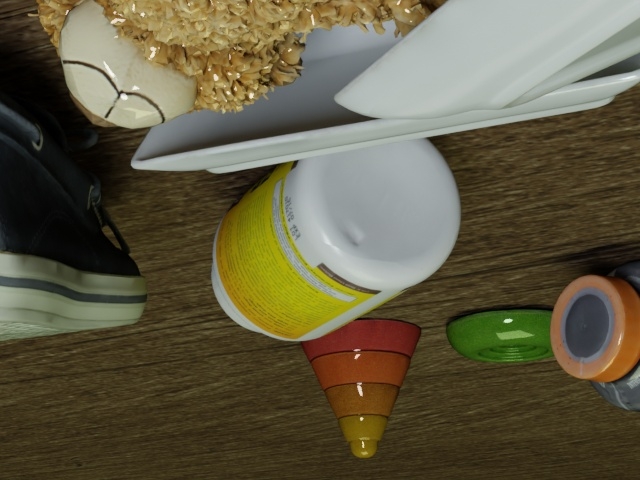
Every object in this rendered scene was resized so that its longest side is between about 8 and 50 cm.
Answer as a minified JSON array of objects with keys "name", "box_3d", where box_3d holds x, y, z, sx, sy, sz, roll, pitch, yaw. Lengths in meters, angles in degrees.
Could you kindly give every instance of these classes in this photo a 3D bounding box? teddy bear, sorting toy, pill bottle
[{"name":"teddy bear","box_3d":[-0.050,-0.135,0.764,0.245,0.113,0.338,12,159,-34]},{"name":"sorting toy","box_3d":[0.161,0.138,1.704,0.365,0.126,0.127,-4,163,11]},{"name":"pill bottle","box_3d":[0.313,0.087,1.535,0.245,0.130,0.130,11,160,-35]},{"name":"pill bottle","box_3d":[0.000,0.000,1.220,0.117,0.117,0.215,5,162,-23]}]

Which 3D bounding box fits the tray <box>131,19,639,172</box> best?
[{"name":"tray","box_3d":[0.046,-0.086,0.911,0.270,0.145,0.030,-9,123,23]}]

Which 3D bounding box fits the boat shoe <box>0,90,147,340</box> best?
[{"name":"boat shoe","box_3d":[-0.214,-0.012,1.110,0.187,0.156,0.500,-7,175,1]}]

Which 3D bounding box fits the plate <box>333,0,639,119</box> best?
[{"name":"plate","box_3d":[0.173,-0.129,0.711,0.278,0.045,0.277,-25,177,-29]}]
